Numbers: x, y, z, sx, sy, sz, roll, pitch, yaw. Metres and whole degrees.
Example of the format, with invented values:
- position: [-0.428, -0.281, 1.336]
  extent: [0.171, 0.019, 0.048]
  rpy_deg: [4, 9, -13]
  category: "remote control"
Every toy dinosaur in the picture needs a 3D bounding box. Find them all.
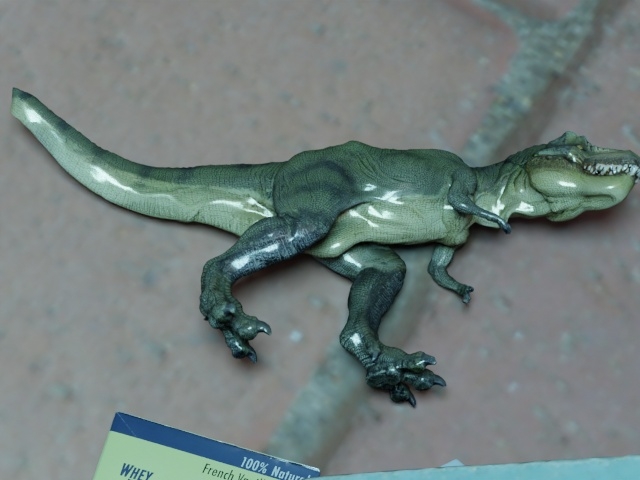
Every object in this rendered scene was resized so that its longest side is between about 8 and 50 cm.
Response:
- position: [0.000, 0.000, 0.797]
  extent: [0.268, 0.064, 0.118]
  rpy_deg: [4, 56, -5]
  category: "toy dinosaur"

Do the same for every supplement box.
- position: [-0.052, 0.122, 0.724]
  extent: [0.083, 0.056, 0.083]
  rpy_deg: [16, 62, -1]
  category: "supplement box"

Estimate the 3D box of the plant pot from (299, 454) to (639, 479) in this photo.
- position: [0.145, 0.213, 0.567]
  extent: [0.247, 0.247, 0.252]
  rpy_deg: [-9, 65, 34]
  category: "plant pot"

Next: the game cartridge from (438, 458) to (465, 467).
- position: [0.058, 0.132, 0.761]
  extent: [0.056, 0.017, 0.083]
  rpy_deg: [-24, 69, -16]
  category: "game cartridge"
